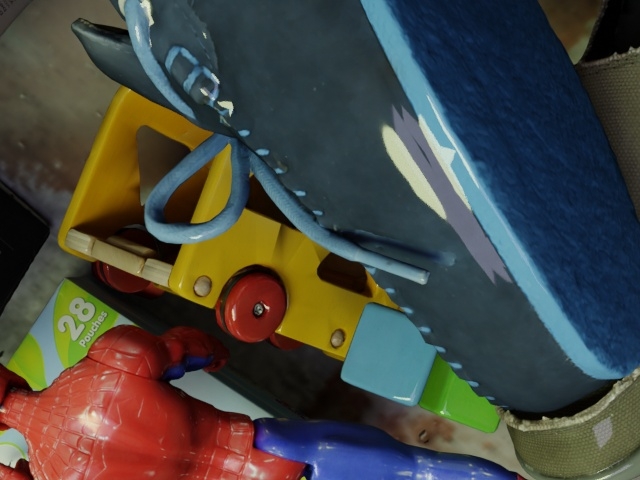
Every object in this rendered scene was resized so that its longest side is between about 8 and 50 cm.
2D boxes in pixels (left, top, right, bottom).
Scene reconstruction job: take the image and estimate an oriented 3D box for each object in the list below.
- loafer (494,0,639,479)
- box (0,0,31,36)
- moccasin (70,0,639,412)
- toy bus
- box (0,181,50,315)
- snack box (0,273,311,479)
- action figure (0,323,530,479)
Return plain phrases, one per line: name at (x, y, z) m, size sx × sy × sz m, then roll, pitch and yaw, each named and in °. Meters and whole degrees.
loafer at (0.112, -0.033, 0.486) m, size 0.087 × 0.251 × 0.094 m, roll 32°, pitch 158°, yaw -32°
box at (-0.190, -0.108, 0.508) m, size 0.072 × 0.137 × 0.126 m, roll -30°, pitch 111°, yaw 19°
moccasin at (-0.021, -0.090, 0.423) m, size 0.117 × 0.138 × 0.342 m, roll -34°, pitch 86°, yaw 30°
toy bus at (-0.004, -0.003, 0.564) m, size 0.191 × 0.202 × 0.104 m, roll 21°, pitch 86°, yaw 1°
box at (-0.224, 0.050, 0.553) m, size 0.108 × 0.207 × 0.153 m, roll 42°, pitch 111°, yaw -16°
snack box at (-0.099, 0.147, 0.613) m, size 0.174 × 0.070 × 0.207 m, roll 34°, pitch 90°, yaw 1°
action figure at (-0.026, 0.093, 0.542) m, size 0.280 × 0.139 × 0.091 m, roll 21°, pitch 86°, yaw -23°
